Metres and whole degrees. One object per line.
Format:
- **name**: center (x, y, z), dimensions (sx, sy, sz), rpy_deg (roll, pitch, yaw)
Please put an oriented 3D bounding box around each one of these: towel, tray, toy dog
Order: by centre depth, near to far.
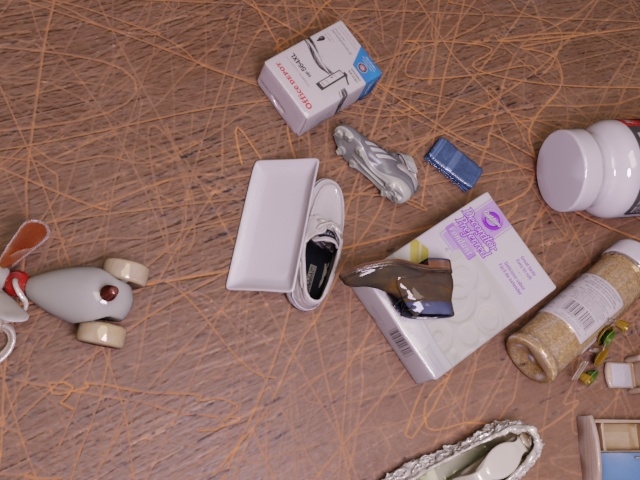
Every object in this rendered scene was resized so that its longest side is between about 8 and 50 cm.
- **toy dog**: center (-0.449, 0.079, 1.239), dimensions (0.334, 0.161, 0.220), rpy_deg (-5, 75, -17)
- **tray**: center (-0.084, -0.028, 1.414), dimensions (0.145, 0.030, 0.270), rpy_deg (1, 68, 27)
- **towel**: center (0.283, -0.161, 1.583), dimensions (0.119, 0.029, 0.067), rpy_deg (38, 68, -1)

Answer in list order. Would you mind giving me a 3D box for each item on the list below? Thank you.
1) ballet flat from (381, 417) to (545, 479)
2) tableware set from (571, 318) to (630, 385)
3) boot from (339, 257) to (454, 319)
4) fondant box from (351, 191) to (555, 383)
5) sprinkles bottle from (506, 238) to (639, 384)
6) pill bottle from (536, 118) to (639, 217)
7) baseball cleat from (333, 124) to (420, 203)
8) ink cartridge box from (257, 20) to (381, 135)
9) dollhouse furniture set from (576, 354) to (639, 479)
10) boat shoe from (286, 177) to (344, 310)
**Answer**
- **ballet flat**: center (0.232, 0.434, 1.333), dimensions (0.409, 0.147, 0.147), rpy_deg (-28, 82, -20)
- **tableware set**: center (0.562, 0.224, 1.487), dimensions (0.024, 0.104, 0.154), rpy_deg (37, 105, 37)
- **boot**: center (0.144, 0.091, 1.340), dimensions (0.219, 0.082, 0.106), rpy_deg (-3, 72, -17)
- **fondant box**: center (0.259, 0.089, 1.465), dimensions (0.330, 0.096, 0.238), rpy_deg (-32, 84, -22)
- **sprinkles bottle**: center (0.534, 0.138, 1.510), dimensions (0.355, 0.121, 0.121), rpy_deg (-35, 85, -21)
- **pill bottle**: center (0.665, -0.154, 1.587), dimensions (0.363, 0.210, 0.210), rpy_deg (-4, 75, -17)
- **baseball cleat**: center (0.118, -0.167, 1.529), dimensions (0.206, 0.072, 0.109), rpy_deg (49, 54, -2)
- **ink cartridge box**: center (-0.003, -0.331, 1.526), dimensions (0.203, 0.086, 0.148), rpy_deg (-35, 85, -22)
- **dollhouse furniture set**: center (0.648, 0.337, 1.383), dimensions (0.198, 0.303, 0.286), rpy_deg (4, 73, -15)
- **boat shoe**: center (0.000, 0.000, 1.417), dimensions (0.096, 0.088, 0.267), rpy_deg (23, 69, -19)
